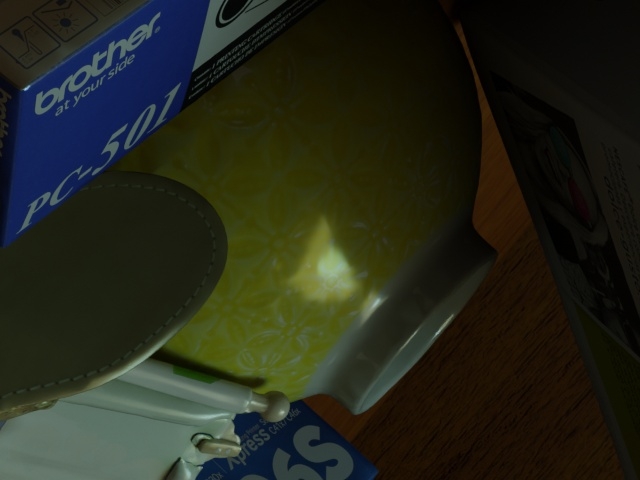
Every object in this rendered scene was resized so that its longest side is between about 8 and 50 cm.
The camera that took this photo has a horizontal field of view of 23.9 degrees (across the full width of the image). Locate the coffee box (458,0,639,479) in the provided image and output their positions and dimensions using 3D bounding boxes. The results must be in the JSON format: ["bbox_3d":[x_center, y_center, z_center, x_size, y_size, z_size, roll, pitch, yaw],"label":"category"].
[{"bbox_3d":[0.318,0.010,0.725,0.338,0.338,0.334,-25,-154,-4],"label":"coffee box"}]

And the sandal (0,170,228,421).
[{"bbox_3d":[-0.155,0.044,0.627,0.240,0.088,0.079,-35,-164,-28],"label":"sandal"}]

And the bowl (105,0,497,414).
[{"bbox_3d":[0.000,0.000,0.810,0.289,0.156,0.289,-47,170,-11],"label":"bowl"}]

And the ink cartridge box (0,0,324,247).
[{"bbox_3d":[-0.054,-0.092,0.560,0.207,0.046,0.097,-42,167,-32],"label":"ink cartridge box"}]

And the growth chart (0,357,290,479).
[{"bbox_3d":[-0.149,0.131,0.746,0.237,0.172,0.021,-48,-145,24],"label":"growth chart"}]

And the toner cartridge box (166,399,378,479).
[{"bbox_3d":[-0.111,0.202,1.051,0.348,0.165,0.075,-34,161,-56],"label":"toner cartridge box"}]
